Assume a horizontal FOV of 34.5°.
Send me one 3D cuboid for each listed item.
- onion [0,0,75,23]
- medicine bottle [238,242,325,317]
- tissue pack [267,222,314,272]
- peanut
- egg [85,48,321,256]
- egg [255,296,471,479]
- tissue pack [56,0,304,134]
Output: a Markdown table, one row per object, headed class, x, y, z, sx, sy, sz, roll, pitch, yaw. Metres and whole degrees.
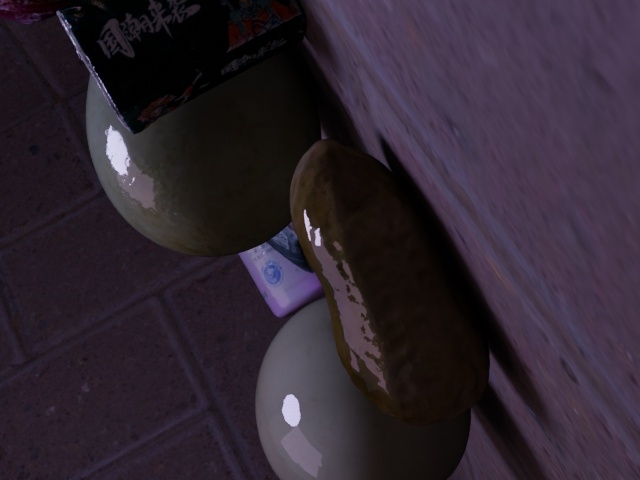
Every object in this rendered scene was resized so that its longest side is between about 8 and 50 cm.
| class | x | y | z | sx | sy | sz | roll | pitch | yaw |
| --- | --- | --- | --- | --- | --- | --- | --- | --- | --- |
| onion | -0.362 | -0.464 | 1.304 | 0.260 | 0.282 | 0.336 | 149 | 128 | -64 |
| medicine bottle | -0.062 | -0.024 | 1.534 | 0.254 | 0.152 | 0.152 | 59 | 176 | 5 |
| tissue pack | -0.110 | -0.100 | 1.354 | 0.316 | 0.103 | 0.228 | 40 | 171 | 11 |
| peanut | 0.046 | 0.032 | 0.796 | 0.236 | 0.110 | 0.120 | 62 | -170 | 1 |
| egg | -0.117 | -0.126 | 0.990 | 0.218 | 0.218 | 0.295 | 68 | -175 | -66 |
| egg | 0.041 | 0.165 | 1.044 | 0.219 | 0.219 | 0.269 | 62 | -166 | -21 |
| tissue pack | -0.109 | -0.172 | 0.825 | 0.103 | 0.170 | 0.090 | 59 | 176 | 3 |
